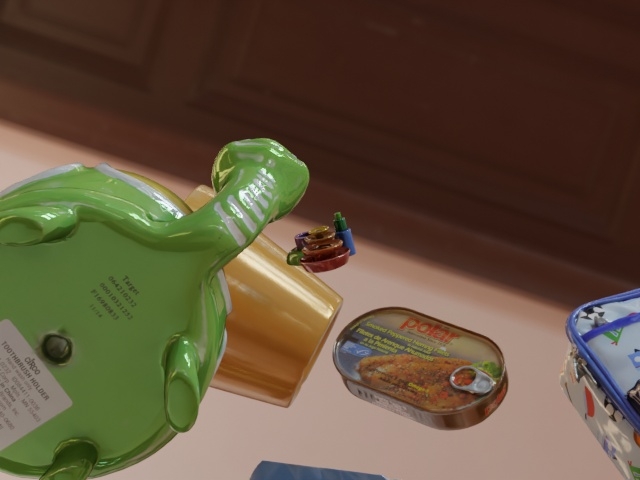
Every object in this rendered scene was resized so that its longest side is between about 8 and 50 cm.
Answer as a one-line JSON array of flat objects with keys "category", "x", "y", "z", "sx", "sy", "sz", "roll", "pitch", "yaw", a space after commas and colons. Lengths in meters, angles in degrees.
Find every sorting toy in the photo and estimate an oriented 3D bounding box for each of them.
[{"category": "sorting toy", "x": 0.000, "y": 0.000, "z": 1.820, "sx": 0.102, "sy": 0.061, "sz": 0.042, "roll": -155, "pitch": -130, "yaw": -72}]

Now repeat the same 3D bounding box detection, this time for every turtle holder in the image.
[{"category": "turtle holder", "x": -0.179, "y": 0.030, "z": 1.547, "sx": 0.227, "sy": 0.243, "sz": 0.320, "roll": -68, "pitch": -177, "yaw": -69}]

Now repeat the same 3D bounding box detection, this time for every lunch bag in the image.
[{"category": "lunch bag", "x": 0.399, "y": 0.129, "z": 1.978, "sx": 0.243, "sy": 0.303, "sz": 0.115, "roll": -120, "pitch": -157, "yaw": -43}]

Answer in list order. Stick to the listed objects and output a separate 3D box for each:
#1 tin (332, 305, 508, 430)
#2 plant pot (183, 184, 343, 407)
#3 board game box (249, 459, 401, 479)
[{"category": "tin", "x": 0.099, "y": 0.125, "z": 1.913, "sx": 0.106, "sy": 0.189, "sz": 0.040, "roll": -51, "pitch": 140, "yaw": -25}, {"category": "plant pot", "x": -0.087, "y": 0.075, "z": 1.997, "sx": 0.205, "sy": 0.188, "sz": 0.205, "roll": -62, "pitch": 176, "yaw": -8}, {"category": "board game box", "x": 0.020, "y": 0.233, "z": 1.566, "sx": 0.033, "sy": 0.168, "sz": 0.133, "roll": -41, "pitch": 127, "yaw": -50}]
